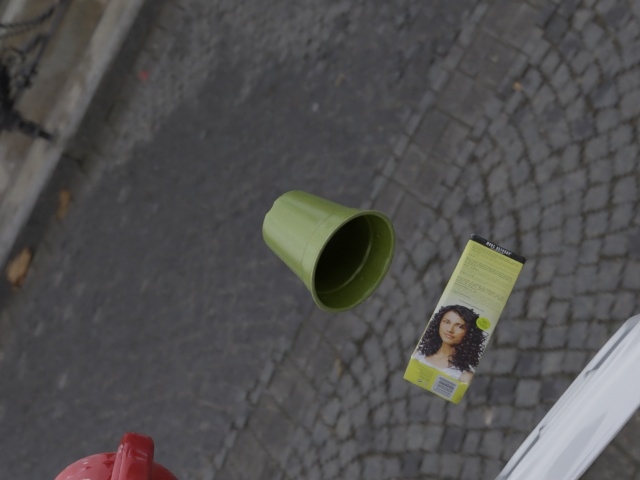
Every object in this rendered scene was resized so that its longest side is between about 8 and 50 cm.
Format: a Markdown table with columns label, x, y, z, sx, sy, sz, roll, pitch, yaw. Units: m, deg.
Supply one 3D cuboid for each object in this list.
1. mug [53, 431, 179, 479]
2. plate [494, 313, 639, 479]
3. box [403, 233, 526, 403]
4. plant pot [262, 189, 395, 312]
| label | x | y | z | sx | sy | sz | roll | pitch | yaw |
| --- | --- | --- | --- | --- | --- | --- | --- | --- | --- |
| mug | -0.156 | 0.231 | 0.920 | 0.113 | 0.150 | 0.169 | -13 | 26 | 3 |
| plate | 0.234 | 0.157 | 1.158 | 0.277 | 0.045 | 0.278 | -51 | -10 | 1 |
| box | 0.195 | 0.102 | 1.736 | 0.058 | 0.087 | 0.232 | 106 | -170 | -52 |
| plant pot | 0.000 | 0.000 | 0.973 | 0.079 | 0.083 | 0.083 | 33 | 97 | 40 |
